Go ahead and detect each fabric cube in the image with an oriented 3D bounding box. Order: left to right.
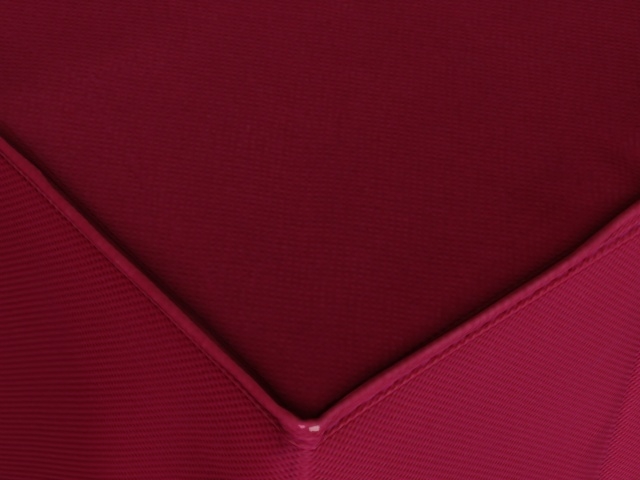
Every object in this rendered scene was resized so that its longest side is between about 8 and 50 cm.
[{"bbox_3d":[0.000,0.000,0.586,0.259,0.254,0.258,-29,145,-29],"label":"fabric cube"}]
